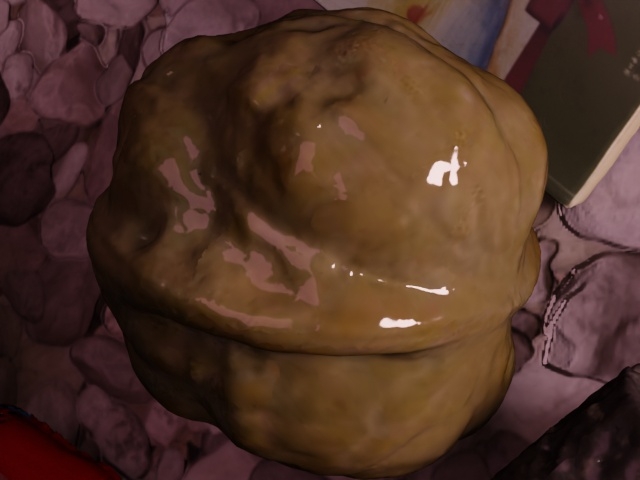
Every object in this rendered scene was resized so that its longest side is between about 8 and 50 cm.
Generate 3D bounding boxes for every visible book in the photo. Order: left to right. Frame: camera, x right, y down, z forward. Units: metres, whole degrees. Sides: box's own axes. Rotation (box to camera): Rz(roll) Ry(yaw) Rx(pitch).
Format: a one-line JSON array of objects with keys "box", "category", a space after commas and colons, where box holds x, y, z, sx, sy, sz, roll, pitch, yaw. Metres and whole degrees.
[{"box": [0.110, -0.183, 0.899, 0.289, 0.026, 0.201, 40, 120, 16], "category": "book"}]

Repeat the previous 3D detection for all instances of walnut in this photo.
[{"box": [0.000, -0.002, 0.859, 0.277, 0.253, 0.282, 20, 91, 33], "category": "walnut"}]

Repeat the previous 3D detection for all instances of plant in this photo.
[{"box": [0.133, 0.198, 0.799, 0.274, 0.149, 0.146, -42, 61, 22], "category": "plant"}]

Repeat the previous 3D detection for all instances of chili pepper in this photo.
[{"box": [-0.186, 0.216, 1.028, 0.387, 0.110, 0.110, 32, 98, 31], "category": "chili pepper"}]
